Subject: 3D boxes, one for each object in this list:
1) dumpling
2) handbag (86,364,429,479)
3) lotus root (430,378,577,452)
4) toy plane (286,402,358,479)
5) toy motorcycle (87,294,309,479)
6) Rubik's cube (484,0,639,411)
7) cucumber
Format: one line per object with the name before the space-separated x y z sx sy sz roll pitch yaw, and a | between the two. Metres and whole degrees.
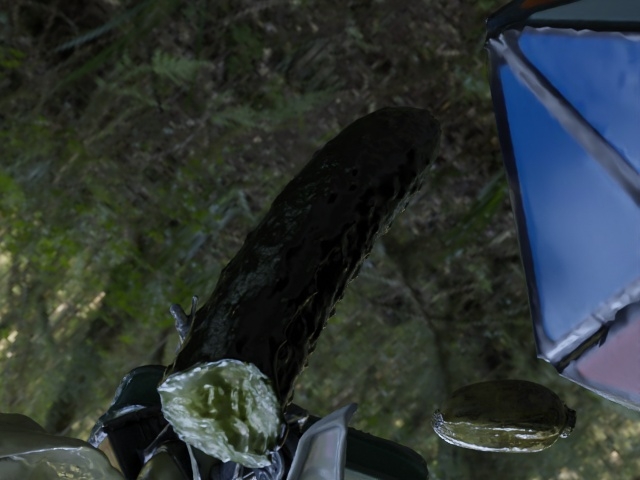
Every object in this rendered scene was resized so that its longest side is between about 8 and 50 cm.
dumpling | -0.246 0.184 0.678 0.250 0.162 0.132 11 -149 1
handbag | -0.072 0.272 0.909 0.326 0.239 0.089 18 -166 -6
lotus root | 0.224 0.214 1.184 0.179 0.089 0.081 3 -146 -5
toy plane | 0.009 0.205 0.394 0.101 0.255 0.251 -43 -69 -82
toy motorcycle | -0.087 0.156 0.707 0.090 0.263 0.157 -14 -113 -38
Rubik's cube | 0.268 -0.049 0.527 0.246 0.250 0.248 16 133 47
cucumber | 0.000 0.000 0.601 0.081 0.072 0.303 31 -132 -1
